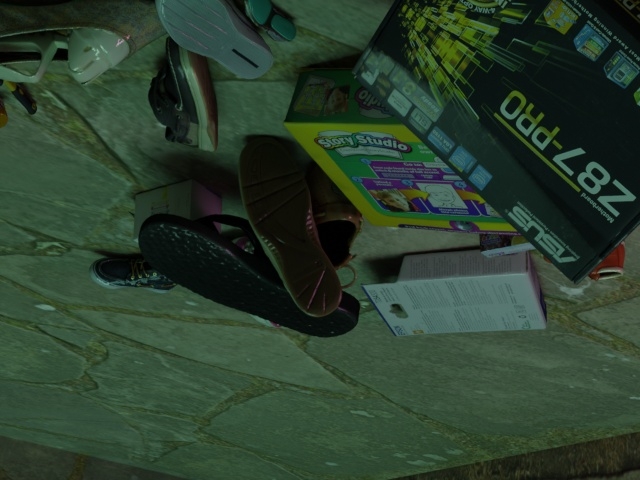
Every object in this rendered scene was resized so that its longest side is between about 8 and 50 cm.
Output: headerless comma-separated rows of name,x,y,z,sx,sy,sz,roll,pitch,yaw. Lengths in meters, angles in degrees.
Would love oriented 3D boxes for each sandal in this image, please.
sandal,-0.123,0.044,2.106,0.445,0.107,0.167,28,143,-34

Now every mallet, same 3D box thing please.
mallet,-0.448,-0.216,1.786,0.039,0.062,0.190,-2,157,7

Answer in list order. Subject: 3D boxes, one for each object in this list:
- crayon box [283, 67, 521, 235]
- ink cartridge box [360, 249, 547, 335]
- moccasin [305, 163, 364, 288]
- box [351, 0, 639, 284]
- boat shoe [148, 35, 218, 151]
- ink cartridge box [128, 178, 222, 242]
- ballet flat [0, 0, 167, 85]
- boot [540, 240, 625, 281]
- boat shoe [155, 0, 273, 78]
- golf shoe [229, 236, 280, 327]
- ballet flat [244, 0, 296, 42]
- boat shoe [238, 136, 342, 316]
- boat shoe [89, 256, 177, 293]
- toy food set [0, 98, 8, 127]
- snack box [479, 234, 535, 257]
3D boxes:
crayon box,0.177,-0.126,1.794,0.362,0.106,0.313,4,154,32
ink cartridge box,0.277,0.108,2.509,0.330,0.071,0.324,-3,157,15
moccasin,0.003,0.000,2.166,0.139,0.147,0.380,8,155,-17
box,0.258,-0.184,1.451,0.395,0.097,0.318,45,140,8
boat shoe,-0.200,-0.204,1.769,0.092,0.103,0.285,-5,162,0
ink cartridge box,-0.256,-0.036,2.158,0.143,0.090,0.092,-14,152,28
ballet flat,-0.348,-0.257,1.639,0.315,0.106,0.107,-2,156,5
boot,0.493,0.037,2.327,0.157,0.085,0.059,-6,157,17
boat shoe,-0.147,-0.285,1.608,0.083,0.076,0.226,-35,147,11
golf shoe,-0.154,0.079,2.421,0.140,0.115,0.306,2,152,22
ballet flat,-0.077,-0.296,1.636,0.041,0.041,0.114,-13,152,28
boat shoe,-0.056,-0.020,2.006,0.109,0.302,0.098,-25,-174,-10
boat shoe,-0.352,0.056,2.411,0.183,0.065,0.083,9,153,-33
toy food set,-0.592,-0.195,1.837,0.232,0.105,0.111,-8,148,-27
snack box,0.345,-0.033,2.146,0.141,0.100,0.037,-12,154,24
